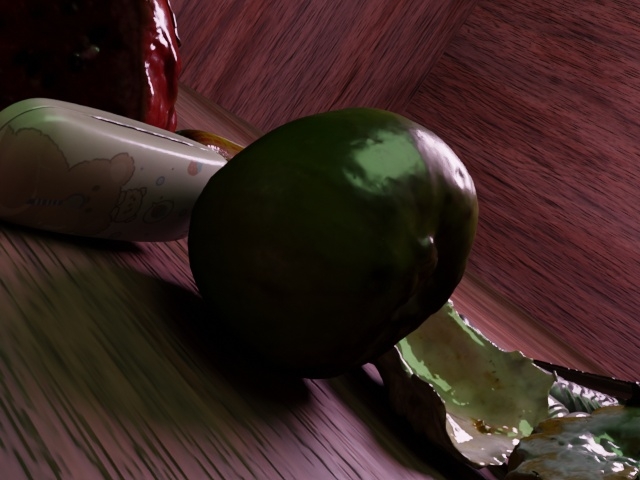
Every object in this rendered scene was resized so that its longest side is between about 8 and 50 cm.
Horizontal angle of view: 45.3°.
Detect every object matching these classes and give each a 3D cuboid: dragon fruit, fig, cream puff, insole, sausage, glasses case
[{"bbox_3d":[-0.245,-0.185,0.682,0.241,0.302,0.330,3,7,-14],"label":"dragon fruit"},{"bbox_3d":[0.000,0.000,0.511,0.191,0.180,0.181,9,-9,36],"label":"fig"},{"bbox_3d":[0.190,0.179,0.475,0.156,0.156,0.121,31,-34,-22],"label":"cream puff"},{"bbox_3d":[0.280,0.155,0.839,0.349,0.009,0.119,7,-20,46],"label":"insole"},{"bbox_3d":[-0.097,-0.080,0.997,0.082,0.082,0.372,38,9,26],"label":"sausage"},{"bbox_3d":[-0.134,-0.040,0.505,0.051,0.081,0.204,43,18,25],"label":"glasses case"}]

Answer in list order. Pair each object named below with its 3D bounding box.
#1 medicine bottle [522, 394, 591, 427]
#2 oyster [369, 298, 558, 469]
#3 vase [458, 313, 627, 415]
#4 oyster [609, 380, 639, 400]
[{"bbox_3d":[0.214,0.188,0.610,0.079,0.079,0.140,26,11,-48],"label":"medicine bottle"},{"bbox_3d":[0.082,0.090,0.628,0.162,0.107,0.232,13,36,-48],"label":"oyster"},{"bbox_3d":[0.214,0.157,0.747,0.238,0.115,0.115,30,8,-9],"label":"vase"},{"bbox_3d":[0.527,0.319,1.189,0.166,0.094,0.294,51,-13,-33],"label":"oyster"}]
